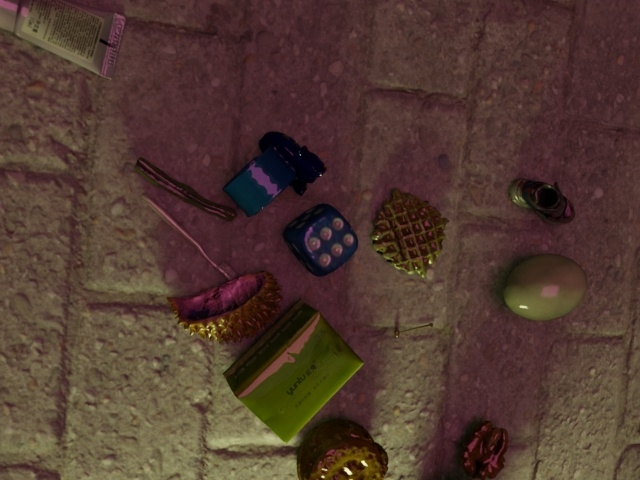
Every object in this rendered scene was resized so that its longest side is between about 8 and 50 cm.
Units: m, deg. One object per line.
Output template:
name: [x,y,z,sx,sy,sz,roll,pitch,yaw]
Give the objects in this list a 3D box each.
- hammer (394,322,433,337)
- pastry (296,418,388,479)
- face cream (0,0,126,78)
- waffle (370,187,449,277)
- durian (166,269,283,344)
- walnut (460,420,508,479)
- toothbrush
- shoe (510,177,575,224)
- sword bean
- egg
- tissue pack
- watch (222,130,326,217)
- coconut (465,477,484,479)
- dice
hammer: [0.264,0.250,1.508,0.123,0.014,0.029,-10,104,-19]
pastry: [0.056,0.595,1.411,0.235,0.132,0.240,1,99,-26]
face cream: [-0.584,-0.478,1.182,0.273,0.096,0.154,14,86,-30]
waffle: [0.244,-0.021,1.466,0.214,0.054,0.208,26,88,-11]
durian: [-0.208,0.183,1.309,0.260,0.154,0.186,-28,133,1]
walnut: [0.476,0.614,1.561,0.143,0.069,0.170,33,82,-15]
toothbrush: [-0.319,-0.008,1.310,0.307,0.025,0.029,46,72,-14]
shoe: [0.675,-0.119,1.557,0.227,0.125,0.099,22,84,-15]
sword bean: [-0.325,-0.117,1.298,0.269,0.038,0.043,29,109,-16]
egg: [0.640,0.134,1.525,0.253,0.186,0.187,-20,98,-17]
tissue pack: [-0.068,0.318,1.323,0.274,0.167,0.200,-44,111,-11]
watch: [-0.125,-0.151,1.279,0.171,0.196,0.200,47,72,-4]
coconut: [0.417,0.809,1.441,0.309,0.297,0.298,-17,97,-12]
dice: [0.000,0.000,1.348,0.143,0.146,0.146,-40,107,-14]
